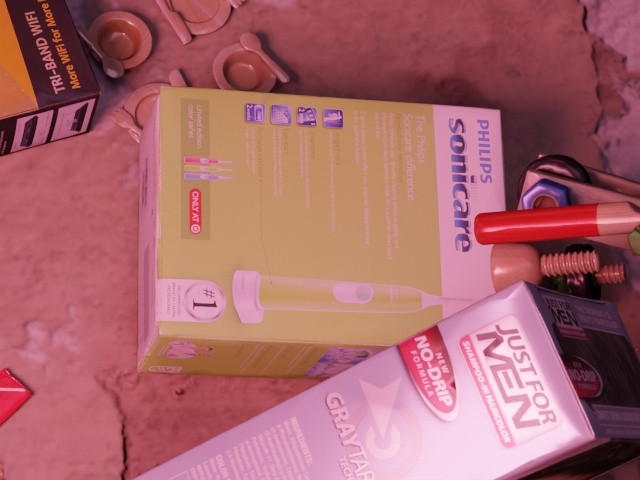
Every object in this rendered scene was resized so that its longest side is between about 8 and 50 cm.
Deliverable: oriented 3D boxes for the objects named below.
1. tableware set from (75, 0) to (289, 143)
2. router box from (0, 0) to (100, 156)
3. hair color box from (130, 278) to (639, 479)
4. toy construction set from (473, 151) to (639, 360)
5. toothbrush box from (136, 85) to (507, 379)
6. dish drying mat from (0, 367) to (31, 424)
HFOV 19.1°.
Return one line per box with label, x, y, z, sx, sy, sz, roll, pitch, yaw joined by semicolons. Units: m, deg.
tableware set;-0.119;-0.157;1.612;0.169;0.020;0.141;-33;79;-24
router box;-0.346;-0.204;1.539;0.243;0.081;0.308;-18;73;-20
hair color box;0.031;0.163;1.288;0.374;0.185;0.113;-29;73;21
toy construction set;0.269;0.035;1.448;0.237;0.309;0.257;-5;74;19
toothbrush box;0.000;0.000;1.518;0.283;0.122;0.206;2;71;-12
dish drying mat;-0.262;0.136;1.459;0.032;0.008;0.083;44;64;5
